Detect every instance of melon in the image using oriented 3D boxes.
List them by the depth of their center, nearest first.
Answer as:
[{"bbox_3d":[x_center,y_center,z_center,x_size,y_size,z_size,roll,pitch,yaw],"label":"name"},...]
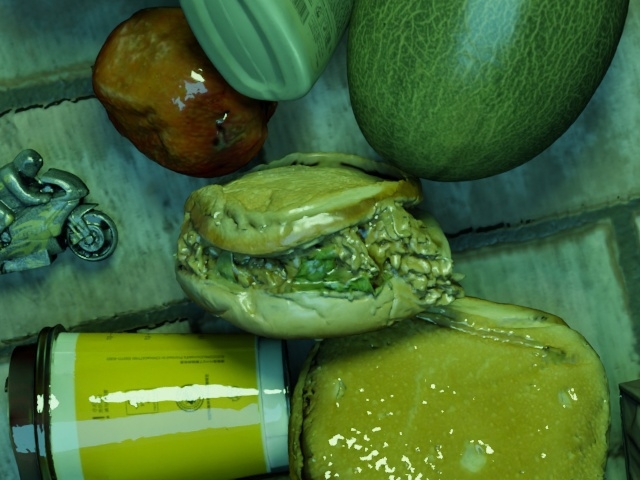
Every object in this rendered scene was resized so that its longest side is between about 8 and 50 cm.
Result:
[{"bbox_3d":[0.147,-0.196,1.640,0.237,0.237,0.302,27,106,0],"label":"melon"}]

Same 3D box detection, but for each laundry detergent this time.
[{"bbox_3d":[-0.024,-0.286,1.633,0.105,0.281,0.215,5,146,30],"label":"laundry detergent"}]

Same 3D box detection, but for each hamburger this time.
[{"bbox_3d":[0.000,0.000,1.707,0.286,0.243,0.146,0,112,22],"label":"hamburger"},{"bbox_3d":[0.118,0.194,1.722,0.304,0.284,0.174,13,140,7],"label":"hamburger"}]

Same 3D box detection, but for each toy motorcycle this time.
[{"bbox_3d":[-0.304,-0.030,1.834,0.193,0.061,0.124,-6,104,7],"label":"toy motorcycle"}]

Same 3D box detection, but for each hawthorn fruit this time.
[{"bbox_3d":[-0.128,-0.141,1.726,0.179,0.173,0.173,20,106,-11],"label":"hawthorn fruit"}]

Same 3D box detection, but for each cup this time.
[{"bbox_3d":[-0.166,0.172,1.810,0.279,0.196,0.196,-5,103,-1],"label":"cup"}]

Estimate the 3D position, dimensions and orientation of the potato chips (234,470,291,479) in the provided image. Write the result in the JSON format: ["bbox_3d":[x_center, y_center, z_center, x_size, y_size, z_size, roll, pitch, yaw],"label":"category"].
[{"bbox_3d":[0.023,0.268,1.865,0.406,0.057,0.080,-2,100,8],"label":"potato chips"}]

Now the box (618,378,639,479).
[{"bbox_3d":[0.389,0.259,1.730,0.153,0.188,0.252,-10,105,-13],"label":"box"}]
